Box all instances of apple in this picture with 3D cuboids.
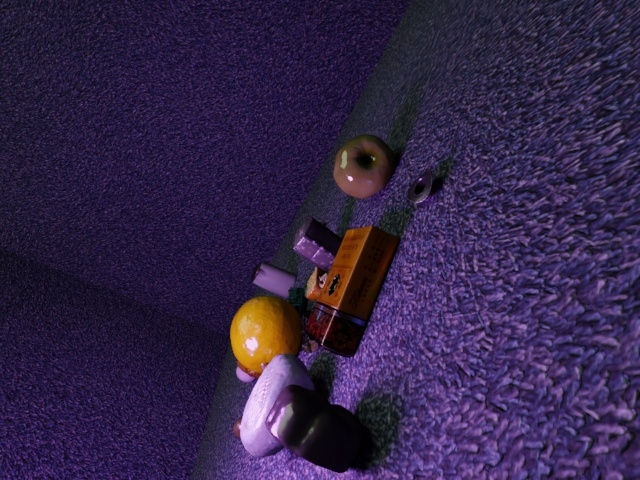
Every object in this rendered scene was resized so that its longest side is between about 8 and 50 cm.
[{"bbox_3d":[0.177,-0.308,1.729,0.279,0.280,0.279,-60,13,23],"label":"apple"}]

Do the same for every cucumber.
[{"bbox_3d":[-0.048,0.361,1.690,0.072,0.072,0.300,-62,13,14],"label":"cucumber"}]

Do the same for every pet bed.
[{"bbox_3d":[0.000,0.000,1.889,0.159,0.211,0.183,-47,19,29],"label":"pet bed"}]

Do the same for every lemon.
[{"bbox_3d":[-0.240,0.416,1.815,0.347,0.348,0.347,-60,13,23],"label":"lemon"}]

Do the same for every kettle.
[{"bbox_3d":[-0.304,0.245,2.578,0.240,0.256,0.165,165,127,-75],"label":"kettle"}]

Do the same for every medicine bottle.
[{"bbox_3d":[-0.373,0.654,2.341,0.340,0.131,0.130,-63,12,6],"label":"medicine bottle"}]

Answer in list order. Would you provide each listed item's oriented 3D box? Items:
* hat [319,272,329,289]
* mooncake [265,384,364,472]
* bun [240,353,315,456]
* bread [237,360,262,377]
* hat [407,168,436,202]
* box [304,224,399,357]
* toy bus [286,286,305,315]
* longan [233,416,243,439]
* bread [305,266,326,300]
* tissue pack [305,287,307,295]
[{"bbox_3d":[0.020,0.180,1.801,0.076,0.059,0.077,-50,14,36],"label":"hat"},{"bbox_3d":[-0.015,0.457,0.997,0.133,0.245,0.245,-62,12,-8],"label":"mooncake"},{"bbox_3d":[-0.131,0.557,1.366,0.354,0.194,0.354,-61,10,18],"label":"bun"},{"bbox_3d":[-0.317,0.598,2.101,0.340,0.179,0.194,-45,23,57],"label":"bread"},{"bbox_3d":[0.317,-0.159,1.238,0.121,0.051,0.121,-53,22,33],"label":"hat"},{"bbox_3d":[0.096,0.162,1.376,0.414,0.116,0.264,-66,13,-7],"label":"box"},{"bbox_3d":[-0.123,0.310,2.060,0.160,0.092,0.079,-86,-5,-61],"label":"toy bus"},{"bbox_3d":[-0.353,0.879,1.916,0.119,0.106,0.106,-5,-50,-57],"label":"longan"},{"bbox_3d":[-0.020,0.203,1.911,0.103,0.066,0.187,-62,14,23],"label":"bread"},{"bbox_3d":[-0.045,0.232,2.049,0.108,0.023,0.056,-57,15,37],"label":"tissue pack"}]
